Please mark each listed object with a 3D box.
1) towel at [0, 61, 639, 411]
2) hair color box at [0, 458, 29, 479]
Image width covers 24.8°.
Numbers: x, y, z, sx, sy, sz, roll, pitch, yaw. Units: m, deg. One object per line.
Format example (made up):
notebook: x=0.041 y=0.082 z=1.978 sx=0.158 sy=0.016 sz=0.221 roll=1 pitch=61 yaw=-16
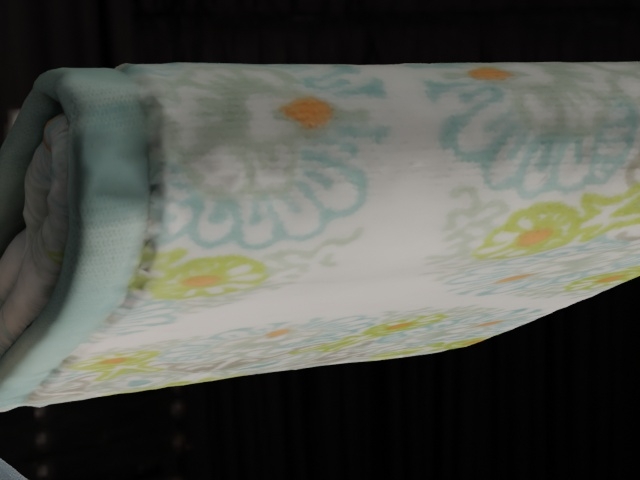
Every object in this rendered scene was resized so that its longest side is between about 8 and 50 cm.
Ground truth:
towel: x=0.000 y=0.000 z=0.695 sx=0.321 sy=0.090 sz=0.374 roll=-7 pitch=168 yaw=-22
hair color box: x=-0.114 y=0.208 z=0.547 sx=0.374 sy=0.185 sz=0.113 roll=35 pitch=-138 yaw=9
